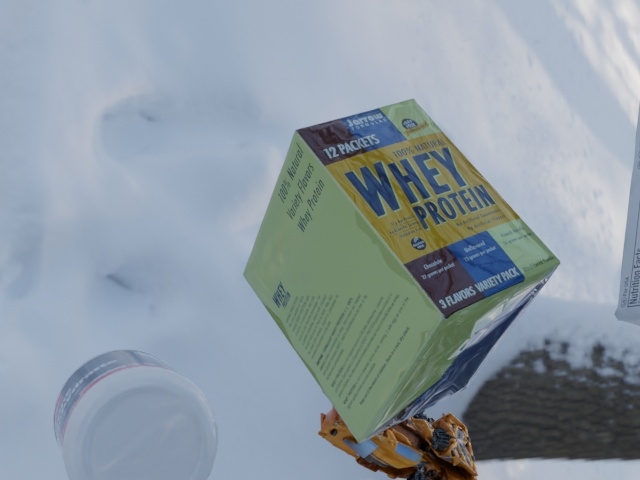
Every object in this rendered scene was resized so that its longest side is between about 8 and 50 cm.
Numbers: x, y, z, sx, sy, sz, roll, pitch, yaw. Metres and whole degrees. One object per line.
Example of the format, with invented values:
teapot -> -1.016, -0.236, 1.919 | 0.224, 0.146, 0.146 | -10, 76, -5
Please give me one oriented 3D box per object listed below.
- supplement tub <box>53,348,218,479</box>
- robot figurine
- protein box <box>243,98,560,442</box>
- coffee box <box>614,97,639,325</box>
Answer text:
supplement tub -> -0.256, 0.248, 1.243 | 0.191, 0.272, 0.191 | 0, 90, -20
robot figurine -> 0.122, 0.288, 1.378 | 0.291, 0.085, 0.211 | 32, 26, -22
protein box -> 0.059, 0.025, 0.811 | 0.136, 0.200, 0.201 | -20, 60, -33
coffee box -> 0.518, -0.058, 0.829 | 0.338, 0.334, 0.338 | 19, 72, -24
